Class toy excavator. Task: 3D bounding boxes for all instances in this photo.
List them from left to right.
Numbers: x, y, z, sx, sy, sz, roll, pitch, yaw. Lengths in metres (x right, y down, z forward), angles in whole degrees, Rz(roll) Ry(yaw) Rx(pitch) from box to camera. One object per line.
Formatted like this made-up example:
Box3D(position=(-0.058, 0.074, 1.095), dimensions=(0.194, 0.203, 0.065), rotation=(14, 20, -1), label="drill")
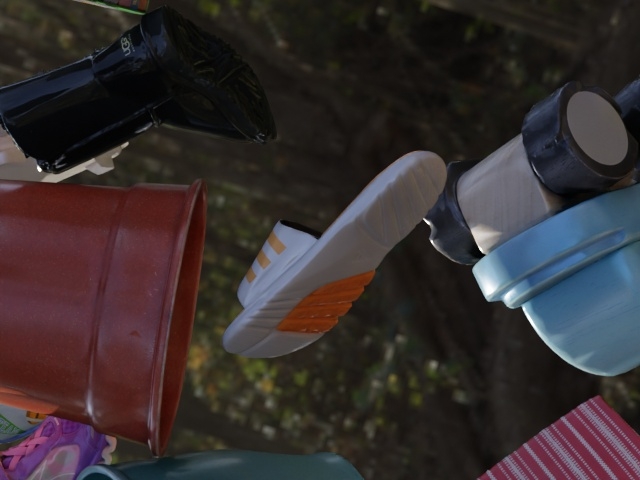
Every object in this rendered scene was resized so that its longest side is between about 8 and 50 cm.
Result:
Box3D(position=(0.370, 0.063, 1.691), dimensions=(0.222, 0.433, 0.445), rotation=(-33, 76, 46), label="toy excavator")

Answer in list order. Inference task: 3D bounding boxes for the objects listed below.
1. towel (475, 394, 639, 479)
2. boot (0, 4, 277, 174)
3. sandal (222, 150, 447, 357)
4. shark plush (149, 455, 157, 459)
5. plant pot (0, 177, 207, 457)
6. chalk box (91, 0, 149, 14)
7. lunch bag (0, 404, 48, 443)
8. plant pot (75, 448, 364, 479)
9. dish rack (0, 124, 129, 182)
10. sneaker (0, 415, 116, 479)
Box3D(position=(0.280, 0.319, 2.042), dimensions=(0.275, 0.031, 0.199), rotation=(-36, 29, -1), label="towel")
Box3D(position=(-0.183, -0.129, 1.632), dimensions=(0.246, 0.207, 0.094), rotation=(32, -141, -59), label="boot")
Box3D(position=(0.007, 0.002, 1.475), dimensions=(0.265, 0.102, 0.076), rotation=(-46, 53, 18), label="sandal")
Box3D(position=(-0.154, 0.309, 1.989), dimensions=(0.073, 0.161, 0.067), rotation=(-121, 37, -64), label="shark plush")
Box3D(position=(-0.261, 0.053, 1.578), dimensions=(0.272, 0.265, 0.272), rotation=(9, -90, -90), label="plant pot")
Box3D(position=(-0.224, -0.289, 1.513), dimensions=(0.132, 0.213, 0.132), rotation=(-2, -73, -72), label="chalk box")
Box3D(position=(-0.416, 0.126, 2.260), dimensions=(0.115, 0.243, 0.303), rotation=(-112, -4, -61), label="lunch bag")
Box3D(position=(-0.078, 0.322, 1.612), dimensions=(0.271, 0.255, 0.272), rotation=(31, 127, 53), label="plant pot")
Box3D(position=(-0.409, -0.094, 2.062), dimensions=(0.333, 0.285, 0.072), rotation=(-1, -107, -65), label="dish rack")
Box3D(position=(-0.296, 0.237, 1.680), dimensions=(0.236, 0.104, 0.095), rotation=(-57, 33, 15), label="sneaker")
